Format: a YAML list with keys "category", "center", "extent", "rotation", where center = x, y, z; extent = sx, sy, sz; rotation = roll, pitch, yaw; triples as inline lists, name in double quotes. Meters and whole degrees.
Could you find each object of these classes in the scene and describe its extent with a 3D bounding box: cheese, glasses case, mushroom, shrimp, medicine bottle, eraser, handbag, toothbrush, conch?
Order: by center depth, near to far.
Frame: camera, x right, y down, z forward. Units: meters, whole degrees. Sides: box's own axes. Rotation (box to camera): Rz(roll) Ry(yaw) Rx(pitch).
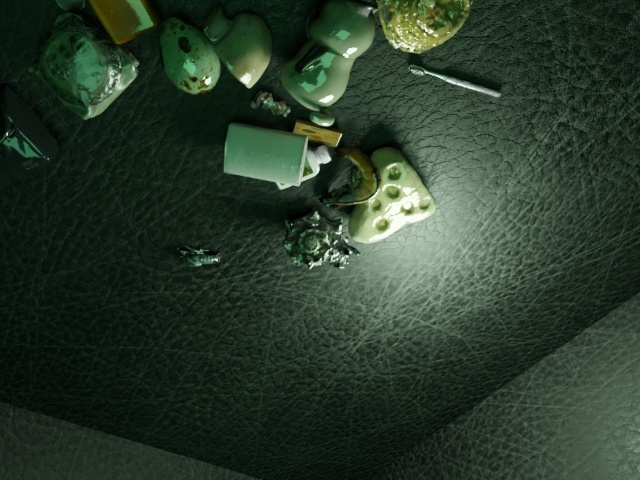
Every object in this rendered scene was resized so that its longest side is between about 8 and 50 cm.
- category: "medicine bottle"
  center: [-0.566, -0.688, 1.477]
  extent: [0.149, 0.112, 0.222]
  rotation: [-19, 128, 8]
- category: "mushroom"
  center: [-0.220, -0.582, 1.558]
  extent: [0.162, 0.173, 0.236]
  rotation: [-37, 129, 12]
- category: "handbag"
  center: [-1.043, -0.317, 1.662]
  extent: [0.301, 0.178, 0.275]
  rotation: [-22, 128, 10]
- category: "toothbrush"
  center: [0.459, -0.537, 1.780]
  extent: [0.353, 0.029, 0.024]
  rotation: [11, 139, -16]
- category: "eraser"
  center: [-0.188, -0.295, 1.798]
  extent: [0.270, 0.095, 0.174]
  rotation: [11, 111, 4]
- category: "glasses case"
  center: [-0.014, -0.379, 1.836]
  extent: [0.169, 0.041, 0.065]
  rotation: [10, 137, -15]
- category: "medicine bottle"
  center: [-0.072, -0.274, 1.884]
  extent: [0.219, 0.078, 0.115]
  rotation: [-21, 116, 10]
- category: "shrimp"
  center: [0.085, -0.227, 1.923]
  extent: [0.290, 0.054, 0.222]
  rotation: [-20, 100, 39]
- category: "cheese"
  center: [0.225, -0.174, 1.973]
  extent: [0.350, 0.130, 0.328]
  rotation: [-24, 123, 10]
- category: "conch"
  center: [-0.005, 0.012, 2.018]
  extent: [0.312, 0.241, 0.186]
  rotation: [21, 145, -21]
- category: "shrimp"
  center: [-0.484, 0.062, 2.100]
  extent: [0.174, 0.076, 0.082]
  rotation: [4, 105, -11]

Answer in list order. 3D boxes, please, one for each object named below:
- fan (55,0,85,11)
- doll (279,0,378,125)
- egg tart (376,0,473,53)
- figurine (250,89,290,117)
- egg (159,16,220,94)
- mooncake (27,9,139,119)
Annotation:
- category: "fan"
  center: [-0.737, -0.714, 1.503]
  extent: [0.085, 0.005, 0.133]
  rotation: [-33, 125, 18]
- category: "doll"
  center: [0.016, -0.562, 1.587]
  extent: [0.226, 0.215, 0.370]
  rotation: [30, 113, 7]
- category: "egg tart"
  center: [0.325, -0.705, 1.520]
  extent: [0.351, 0.150, 0.352]
  rotation: [-17, 132, -20]
- category: "figurine"
  center: [-0.166, -0.453, 1.755]
  extent: [0.129, 0.054, 0.072]
  rotation: [19, 138, -29]
- category: "egg"
  center: [-0.395, -0.550, 1.573]
  extent: [0.169, 0.169, 0.231]
  rotation: [-18, 118, 7]
- category: "mooncake"
  center: [-0.704, -0.513, 1.554]
  extent: [0.250, 0.136, 0.254]
  rotation: [-43, 111, 12]
